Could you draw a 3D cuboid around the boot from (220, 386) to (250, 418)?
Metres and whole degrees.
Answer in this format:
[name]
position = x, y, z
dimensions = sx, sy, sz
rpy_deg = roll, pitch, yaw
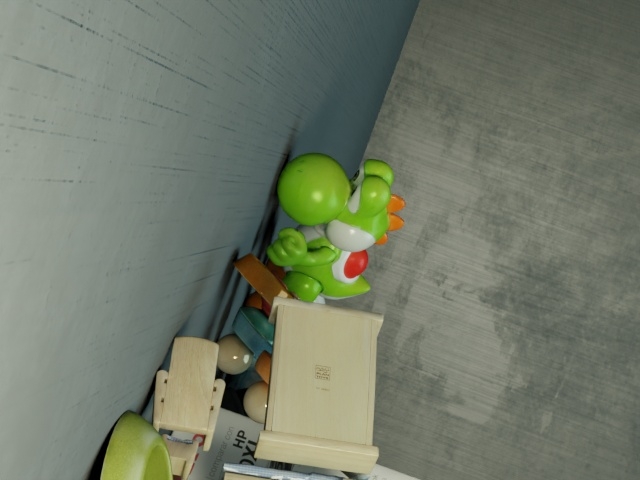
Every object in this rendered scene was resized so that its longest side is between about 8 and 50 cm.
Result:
[boot]
position = -0.051, 0.326, 2.183
dimensions = 0.348, 0.260, 0.131
rpy_deg = 103, -33, -57

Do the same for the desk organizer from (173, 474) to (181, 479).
[desk organizer]
position = -0.202, 0.294, 1.643
dimensions = 0.130, 0.047, 0.050
rpy_deg = 100, 13, -69

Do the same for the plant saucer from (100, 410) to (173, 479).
[plant saucer]
position = -0.189, 0.300, 1.366
dimensions = 0.241, 0.037, 0.241
rpy_deg = 2, 90, -84

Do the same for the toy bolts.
[toy bolts]
position = -0.093, 0.133, 1.838
dimensions = 0.158, 0.218, 0.228
rpy_deg = -44, -163, 0

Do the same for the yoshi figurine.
[yoshi figurine]
position = -0.021, -0.018, 2.021
dimensions = 0.203, 0.204, 0.362
rpy_deg = -11, 152, -35

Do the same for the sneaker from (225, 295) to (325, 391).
[sneaker]
position = -0.086, 0.227, 2.267
dimensions = 0.150, 0.135, 0.366
rpy_deg = -69, 177, -59

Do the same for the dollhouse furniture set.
[dollhouse furniture set]
position = -0.070, 0.239, 1.620
dimensions = 0.303, 0.286, 0.198
rpy_deg = 107, -9, -49

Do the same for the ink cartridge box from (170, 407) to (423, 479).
[ink cartridge box]
position = -0.057, 0.426, 1.789
dimensions = 0.166, 0.394, 0.286
rpy_deg = 100, 10, -57
